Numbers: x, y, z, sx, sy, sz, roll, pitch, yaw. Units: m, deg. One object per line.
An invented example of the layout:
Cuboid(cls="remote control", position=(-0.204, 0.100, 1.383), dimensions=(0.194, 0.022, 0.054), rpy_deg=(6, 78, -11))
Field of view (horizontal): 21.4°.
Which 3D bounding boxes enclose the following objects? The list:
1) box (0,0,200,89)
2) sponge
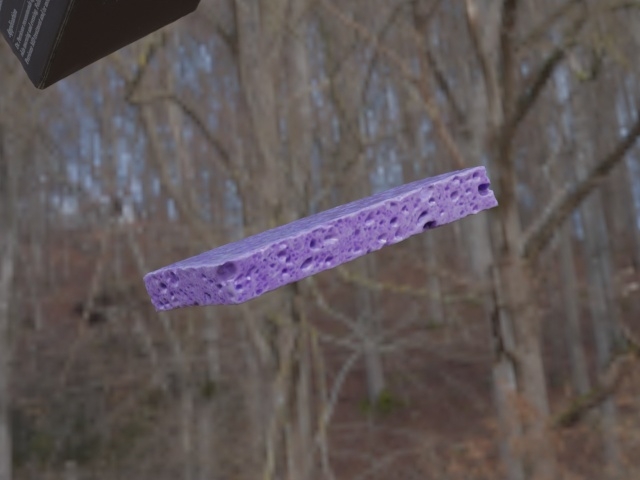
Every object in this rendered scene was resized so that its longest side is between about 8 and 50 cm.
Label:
Cuboid(cls="box", position=(-0.210, -0.352, 1.350), dimensions=(0.179, 0.312, 0.343), rpy_deg=(-32, -8, -29))
Cuboid(cls="sponge", position=(0.000, 0.000, 1.096), dimensions=(0.210, 0.031, 0.117), rpy_deg=(-20, 5, -31))
